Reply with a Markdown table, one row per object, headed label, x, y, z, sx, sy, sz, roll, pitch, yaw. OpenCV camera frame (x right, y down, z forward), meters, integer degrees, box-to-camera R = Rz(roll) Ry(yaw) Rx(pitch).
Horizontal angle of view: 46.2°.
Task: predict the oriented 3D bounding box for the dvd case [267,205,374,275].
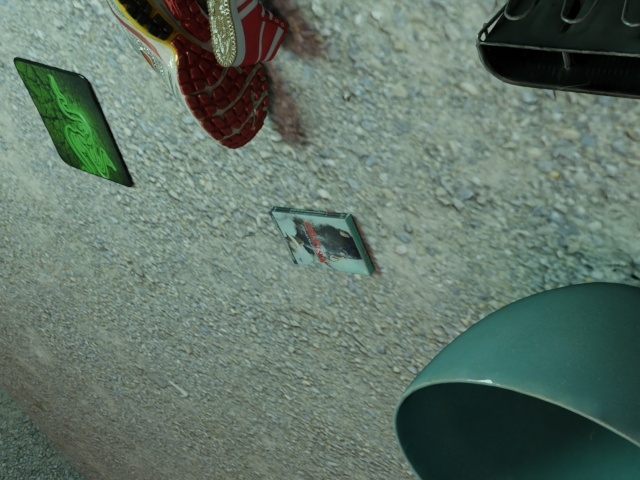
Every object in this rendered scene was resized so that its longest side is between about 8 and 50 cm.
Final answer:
| label | x | y | z | sx | sy | sz | roll | pitch | yaw |
| --- | --- | --- | --- | --- | --- | --- | --- | --- | --- |
| dvd case | 0.000 | 0.000 | 0.881 | 0.120 | 0.013 | 0.087 | 9 | 136 | 40 |

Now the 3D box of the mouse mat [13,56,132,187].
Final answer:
| label | x | y | z | sx | sy | sz | roll | pitch | yaw |
| --- | --- | --- | --- | --- | --- | --- | --- | --- | --- |
| mouse mat | -0.342 | -0.161 | 1.041 | 0.153 | 0.007 | 0.189 | 19 | 143 | 29 |

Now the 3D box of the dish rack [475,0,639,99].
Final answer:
| label | x | y | z | sx | sy | sz | roll | pitch | yaw |
| --- | --- | --- | --- | --- | --- | --- | --- | --- | --- |
| dish rack | 0.168 | -0.191 | 0.389 | 0.208 | 0.074 | 0.271 | 14 | 153 | 33 |

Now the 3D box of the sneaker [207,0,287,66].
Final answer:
| label | x | y | z | sx | sy | sz | roll | pitch | yaw |
| --- | --- | --- | --- | --- | --- | --- | --- | --- | --- |
| sneaker | -0.065 | -0.216 | 0.672 | 0.042 | 0.067 | 0.118 | 9 | 106 | 42 |

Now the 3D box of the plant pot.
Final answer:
| label | x | y | z | sx | sy | sz | roll | pitch | yaw |
| --- | --- | --- | --- | --- | --- | --- | --- | --- | --- |
| plant pot | 0.237 | 0.151 | 0.652 | 0.290 | 0.195 | 0.290 | 26 | 145 | 21 |

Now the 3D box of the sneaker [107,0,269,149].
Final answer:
| label | x | y | z | sx | sy | sz | roll | pitch | yaw |
| --- | --- | --- | --- | --- | --- | --- | --- | --- | --- |
| sneaker | -0.131 | -0.190 | 0.739 | 0.225 | 0.088 | 0.093 | 57 | 164 | -25 |
